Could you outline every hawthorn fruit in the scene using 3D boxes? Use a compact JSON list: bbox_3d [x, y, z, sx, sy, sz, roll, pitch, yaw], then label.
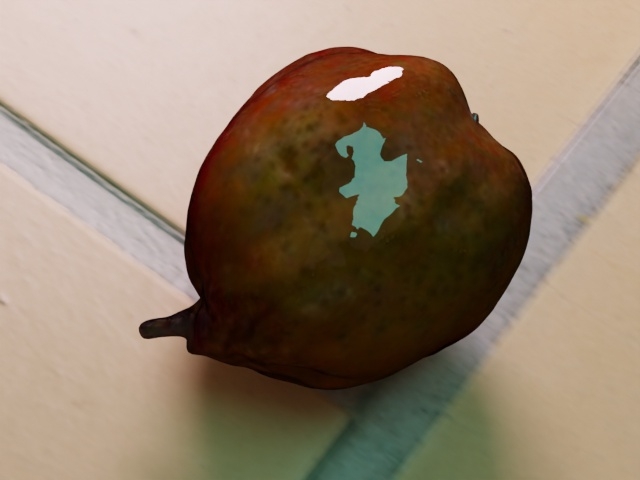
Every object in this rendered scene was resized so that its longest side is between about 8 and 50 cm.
[{"bbox_3d":[0.000,0.000,1.175,0.248,0.208,0.208,-37,72,-16],"label":"hawthorn fruit"}]
